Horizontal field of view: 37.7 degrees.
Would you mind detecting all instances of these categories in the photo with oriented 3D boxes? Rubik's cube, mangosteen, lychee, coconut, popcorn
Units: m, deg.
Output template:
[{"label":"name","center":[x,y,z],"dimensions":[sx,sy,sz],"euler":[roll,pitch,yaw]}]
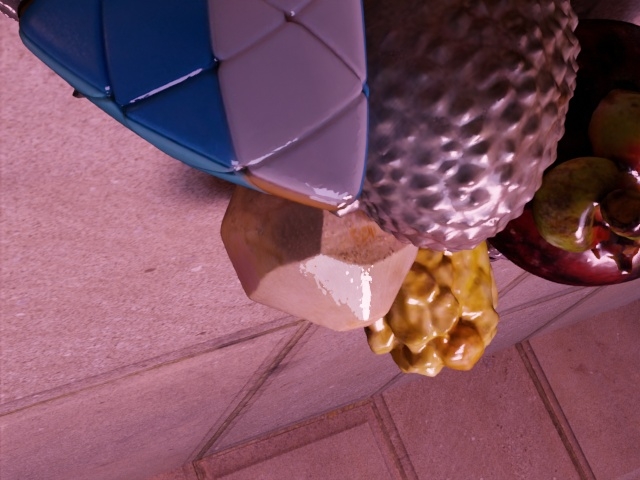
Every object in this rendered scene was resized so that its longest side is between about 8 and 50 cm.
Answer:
[{"label":"Rubik's cube","center":[-0.058,-0.099,0.694],"dimensions":[0.254,0.255,0.254],"euler":[-21,163,-7]},{"label":"mangosteen","center":[0.318,-0.082,1.036],"dimensions":[0.305,0.359,0.306],"euler":[-7,117,-14]},{"label":"lychee","center":[0.103,-0.123,0.807],"dimensions":[0.274,0.255,0.255],"euler":[-40,162,1]},{"label":"coconut","center":[0.000,0.000,1.078],"dimensions":[0.236,0.237,0.197],"euler":[-8,158,-42]},{"label":"popcorn","center":[0.139,0.044,1.310],"dimensions":[0.215,0.287,0.252],"euler":[-5,179,-5]}]

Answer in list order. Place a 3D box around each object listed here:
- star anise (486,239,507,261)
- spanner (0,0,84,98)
[{"label":"star anise","center":[0.369,-0.002,1.817],"dimensions":[0.180,0.061,0.204],"euler":[-12,160,-33]},{"label":"spanner","center":[-0.197,-0.164,0.674],"dimensions":[0.093,0.026,0.325],"euler":[-28,161,12]}]
